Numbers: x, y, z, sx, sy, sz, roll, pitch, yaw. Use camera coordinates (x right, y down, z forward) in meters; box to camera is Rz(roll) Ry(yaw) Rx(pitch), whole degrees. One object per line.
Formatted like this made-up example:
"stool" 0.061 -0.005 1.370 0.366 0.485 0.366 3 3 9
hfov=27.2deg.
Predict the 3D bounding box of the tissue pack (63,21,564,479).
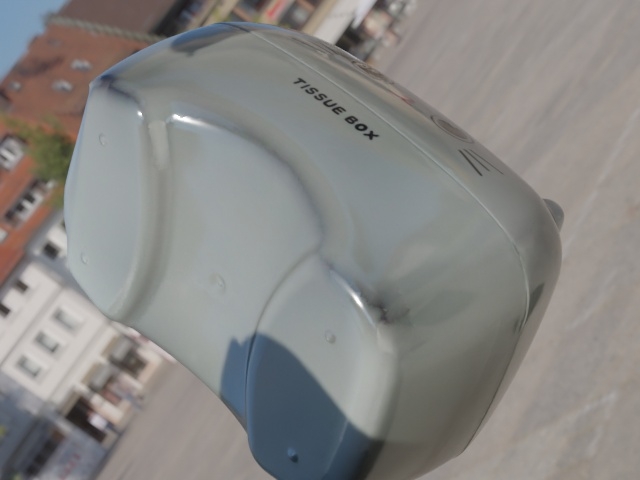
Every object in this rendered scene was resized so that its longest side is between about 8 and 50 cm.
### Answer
"tissue pack" 0.000 0.000 0.921 0.236 0.333 0.229 -22 -39 -41
